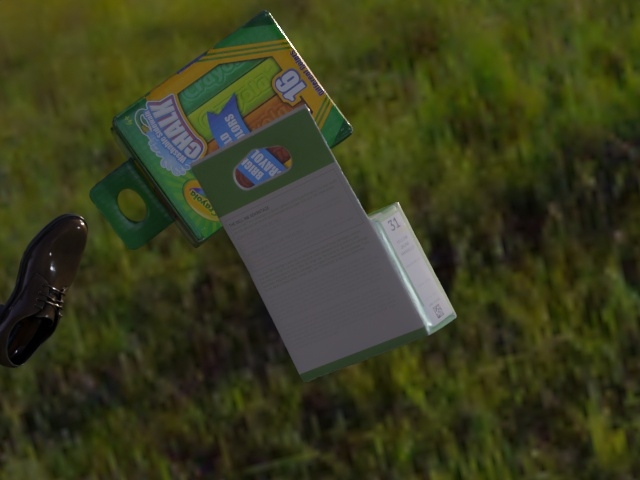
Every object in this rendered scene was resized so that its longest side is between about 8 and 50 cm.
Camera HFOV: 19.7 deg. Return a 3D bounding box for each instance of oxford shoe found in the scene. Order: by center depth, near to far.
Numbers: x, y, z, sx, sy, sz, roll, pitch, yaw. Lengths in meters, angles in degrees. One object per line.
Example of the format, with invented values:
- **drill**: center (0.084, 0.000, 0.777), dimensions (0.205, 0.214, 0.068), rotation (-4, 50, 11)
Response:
- **oxford shoe**: center (-0.365, 0.072, 2.467), dimensions (0.083, 0.227, 0.096), rotation (26, 0, -38)

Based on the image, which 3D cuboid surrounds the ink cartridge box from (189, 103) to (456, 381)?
- **ink cartridge box**: center (0.000, 0.000, 1.692), dimensions (0.171, 0.235, 0.056), rotation (-24, 4, 42)

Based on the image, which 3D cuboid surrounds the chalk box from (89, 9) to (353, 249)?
- **chalk box**: center (-0.134, -0.108, 2.172), dimensions (0.289, 0.180, 0.179), rotation (-37, 1, -6)
